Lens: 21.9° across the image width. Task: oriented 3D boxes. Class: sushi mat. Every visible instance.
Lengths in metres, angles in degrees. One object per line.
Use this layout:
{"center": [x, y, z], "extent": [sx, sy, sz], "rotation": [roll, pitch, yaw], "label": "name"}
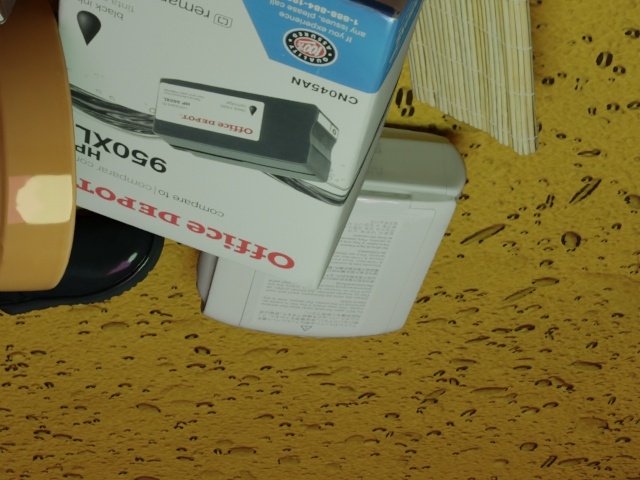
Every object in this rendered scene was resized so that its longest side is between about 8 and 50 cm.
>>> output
{"center": [0.132, -0.209, 1.541], "extent": [0.151, 0.019, 0.316], "rotation": [30, 155, 27], "label": "sushi mat"}

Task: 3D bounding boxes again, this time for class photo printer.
{"center": [0.000, 0.000, 1.814], "extent": [0.256, 0.107, 0.307], "rotation": [5, 144, -10], "label": "photo printer"}

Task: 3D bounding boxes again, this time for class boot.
{"center": [-0.322, -0.007, 1.792], "extent": [0.246, 0.094, 0.207], "rotation": [-15, 146, 26], "label": "boot"}

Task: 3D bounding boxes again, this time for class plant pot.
{"center": [-0.349, -0.090, 1.454], "extent": [0.203, 0.291, 0.291], "rotation": [-6, 147, -23], "label": "plant pot"}

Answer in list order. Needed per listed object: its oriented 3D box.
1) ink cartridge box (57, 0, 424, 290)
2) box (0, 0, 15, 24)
{"center": [-0.077, -0.163, 1.467], "extent": [0.285, 0.166, 0.395], "rotation": [20, 144, 3], "label": "ink cartridge box"}
{"center": [-0.357, -0.264, 1.336], "extent": [0.203, 0.167, 0.168], "rotation": [-8, 119, 7], "label": "box"}
